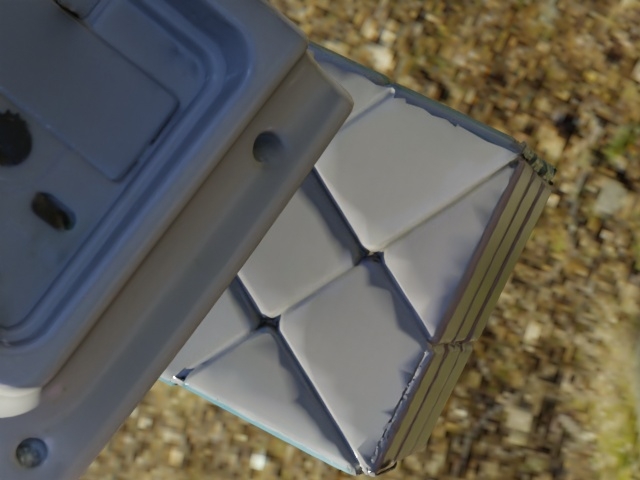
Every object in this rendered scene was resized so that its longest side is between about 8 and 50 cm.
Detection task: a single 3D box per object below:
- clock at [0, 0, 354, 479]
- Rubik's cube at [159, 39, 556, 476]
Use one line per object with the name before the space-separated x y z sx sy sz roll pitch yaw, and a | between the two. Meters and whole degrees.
clock | -0.146 -0.048 0.674 0.231 0.262 0.116 -53 10 -12
Rubik's cube | 0.000 0.000 1.108 0.231 0.224 0.221 26 93 14
